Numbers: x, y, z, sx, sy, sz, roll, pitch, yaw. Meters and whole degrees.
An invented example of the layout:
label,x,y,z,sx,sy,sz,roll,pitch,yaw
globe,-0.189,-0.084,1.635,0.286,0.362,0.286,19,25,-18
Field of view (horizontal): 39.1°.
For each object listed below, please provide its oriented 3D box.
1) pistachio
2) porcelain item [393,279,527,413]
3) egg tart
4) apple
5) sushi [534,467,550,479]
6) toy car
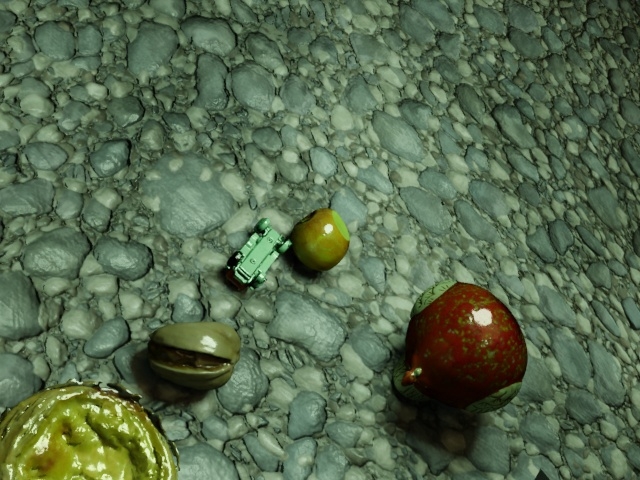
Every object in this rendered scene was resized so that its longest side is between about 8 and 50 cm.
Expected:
label,x,y,z,sx,sy,sz,roll,pitch,yaw
pistachio,-0.193,0.172,1.383,0.149,0.113,0.113,16,54,-18
porcelain item,0.225,0.198,1.562,0.252,0.253,0.253,17,54,-25
egg tart,-0.321,0.320,1.207,0.278,0.095,0.279,20,47,-23
apple,0.000,0.000,1.627,0.102,0.099,0.114,56,14,-12
sushi,0.393,0.541,1.599,0.193,0.040,0.210,51,44,-6
toy car,-0.110,0.025,1.564,0.073,0.054,0.143,41,43,-8
